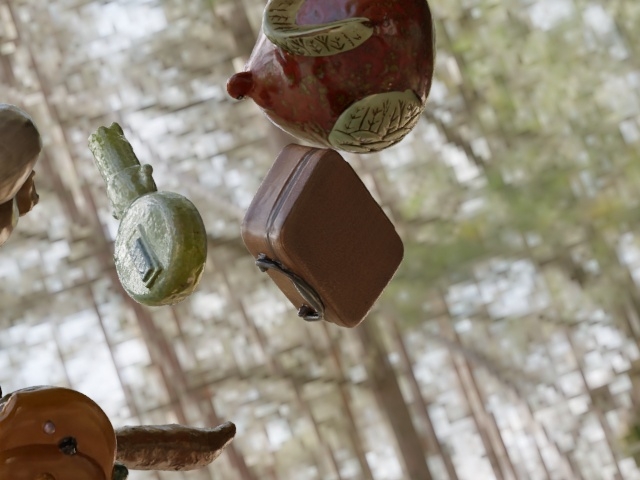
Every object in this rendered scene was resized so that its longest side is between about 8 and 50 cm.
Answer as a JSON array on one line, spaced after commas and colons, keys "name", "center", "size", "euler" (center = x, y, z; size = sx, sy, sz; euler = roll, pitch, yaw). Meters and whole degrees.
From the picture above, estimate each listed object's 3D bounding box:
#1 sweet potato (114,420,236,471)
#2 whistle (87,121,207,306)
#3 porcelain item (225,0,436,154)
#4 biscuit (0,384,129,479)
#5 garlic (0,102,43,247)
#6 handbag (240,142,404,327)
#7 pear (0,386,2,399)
[{"name": "sweet potato", "center": [-0.219, 0.268, 2.566], "size": [0.314, 0.066, 0.072], "euler": [5, -44, -47]}, {"name": "whistle", "center": [-0.166, -0.028, 1.801], "size": [0.057, 0.198, 0.104], "euler": [1, -42, -41]}, {"name": "porcelain item", "center": [0.003, -0.206, 2.232], "size": [0.253, 0.253, 0.253], "euler": [-19, -12, -4]}, {"name": "biscuit", "center": [-0.229, 0.210, 1.703], "size": [0.170, 0.170, 0.050], "euler": [-10, 12, -39]}, {"name": "garlic", "center": [-0.442, -0.079, 2.355], "size": [0.237, 0.210, 0.292], "euler": [-63, -6, 15]}, {"name": "handbag", "center": [0.000, 0.000, 2.162], "size": [0.072, 0.151, 0.193], "euler": [11, -33, 40]}, {"name": "pear", "center": [-0.465, 0.277, 1.880], "size": [0.340, 0.386, 0.191], "euler": [8, -3, 37]}]
